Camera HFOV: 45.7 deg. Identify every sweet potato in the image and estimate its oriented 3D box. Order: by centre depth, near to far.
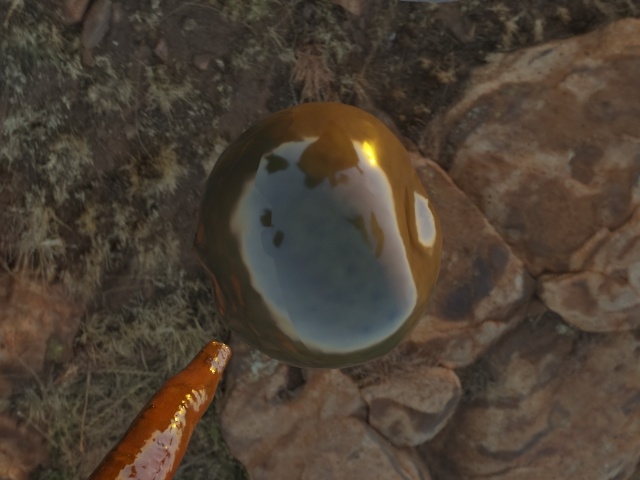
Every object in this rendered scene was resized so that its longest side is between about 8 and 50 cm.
[{"bbox_3d":[-0.129,0.165,0.516,0.057,0.057,0.264,60,44,-30],"label":"sweet potato"}]

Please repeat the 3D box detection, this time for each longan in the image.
[{"bbox_3d":[0.000,0.000,0.898,0.288,0.288,0.350,-29,132,-11],"label":"longan"}]

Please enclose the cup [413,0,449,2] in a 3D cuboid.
[{"bbox_3d":[0.118,-0.310,0.560,0.371,0.253,0.253,-37,129,-51],"label":"cup"}]
